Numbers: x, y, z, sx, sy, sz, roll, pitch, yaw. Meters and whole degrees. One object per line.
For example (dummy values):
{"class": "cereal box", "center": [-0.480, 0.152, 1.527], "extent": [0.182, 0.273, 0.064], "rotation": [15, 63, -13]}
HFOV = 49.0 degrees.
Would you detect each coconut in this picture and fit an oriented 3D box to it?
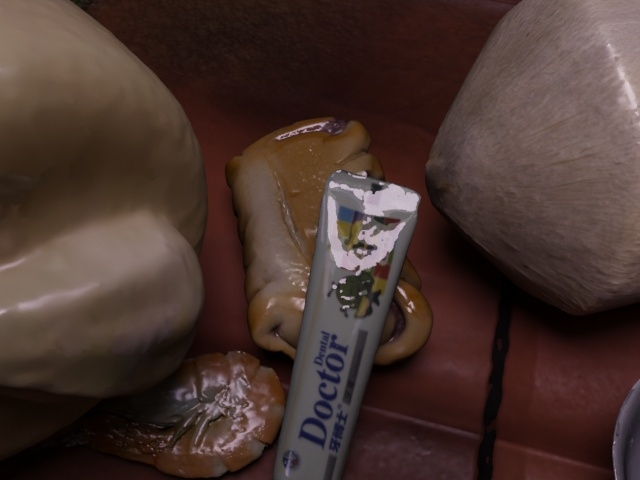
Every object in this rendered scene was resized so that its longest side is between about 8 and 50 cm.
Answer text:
{"class": "coconut", "center": [0.205, -0.069, 0.521], "extent": [0.266, 0.237, 0.237], "rotation": [-13, 57, -15]}

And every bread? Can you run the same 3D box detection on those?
{"class": "bread", "center": [0.000, 0.000, 0.565], "extent": [0.134, 0.081, 0.225], "rotation": [-11, 60, -3]}

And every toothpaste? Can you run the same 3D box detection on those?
{"class": "toothpaste", "center": [0.008, 0.080, 0.476], "extent": [0.067, 0.037, 0.255], "rotation": [14, 86, 4]}

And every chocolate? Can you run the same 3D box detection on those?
{"class": "chocolate", "center": [-0.236, -0.011, 0.411], "extent": [0.326, 0.314, 0.297], "rotation": [-31, 52, -20]}

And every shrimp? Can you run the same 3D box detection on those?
{"class": "shrimp", "center": [-0.116, 0.126, 0.503], "extent": [0.184, 0.043, 0.091], "rotation": [-4, 60, -4]}

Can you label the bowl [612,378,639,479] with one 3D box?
{"class": "bowl", "center": [0.271, 0.170, 0.449], "extent": [0.189, 0.086, 0.189], "rotation": [-1, 58, 1]}
